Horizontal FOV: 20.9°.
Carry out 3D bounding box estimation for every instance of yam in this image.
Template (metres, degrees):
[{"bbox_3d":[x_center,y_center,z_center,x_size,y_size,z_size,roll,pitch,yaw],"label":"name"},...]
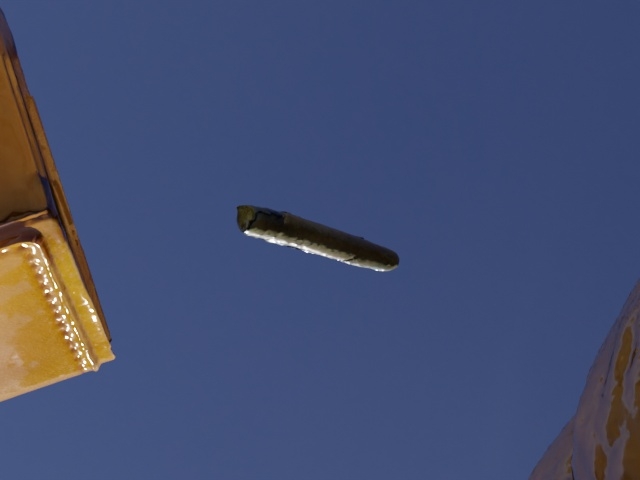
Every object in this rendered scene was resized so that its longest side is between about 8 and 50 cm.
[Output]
[{"bbox_3d":[0.000,0.000,0.722,0.014,0.107,0.014,-9,-105,36],"label":"yam"}]

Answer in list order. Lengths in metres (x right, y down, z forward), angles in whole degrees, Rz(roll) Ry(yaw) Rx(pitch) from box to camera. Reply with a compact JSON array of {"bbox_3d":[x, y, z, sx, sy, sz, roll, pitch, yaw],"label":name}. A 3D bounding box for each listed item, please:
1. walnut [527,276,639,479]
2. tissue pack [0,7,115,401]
[{"bbox_3d":[0.269,0.106,0.761,0.383,0.383,0.383,-18,-125,28],"label":"walnut"},{"bbox_3d":[-0.235,-0.013,0.613,0.274,0.145,0.194,-18,-116,-6],"label":"tissue pack"}]
